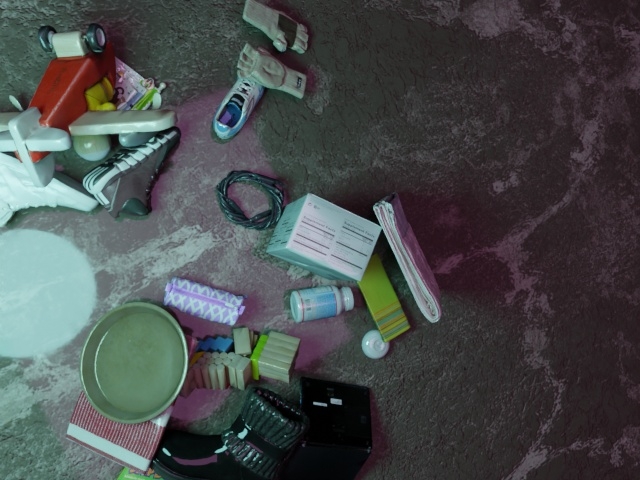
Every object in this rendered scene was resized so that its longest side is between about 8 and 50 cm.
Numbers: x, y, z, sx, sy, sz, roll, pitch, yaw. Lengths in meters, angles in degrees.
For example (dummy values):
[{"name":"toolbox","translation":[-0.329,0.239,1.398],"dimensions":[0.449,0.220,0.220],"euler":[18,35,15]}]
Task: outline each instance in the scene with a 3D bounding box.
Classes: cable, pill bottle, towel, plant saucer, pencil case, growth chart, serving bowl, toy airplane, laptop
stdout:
[{"name":"cable","translation":[-0.192,-0.109,1.470],"dimensions":[0.184,0.047,0.151],"euler":[15,90,-13]},{"name":"pill bottle","translation":[0.004,0.168,1.485],"dimensions":[0.160,0.087,0.087],"euler":[-7,89,-16]},{"name":"towel","translation":[0.170,0.162,1.557],"dimensions":[0.102,0.021,0.237],"euler":[-24,89,-29]},{"name":"plant saucer","translation":[-0.433,0.285,1.288],"dimensions":[0.277,0.041,0.278],"euler":[-2,78,11]},{"name":"towel","translation":[0.237,0.028,1.447],"dimensions":[0.053,0.332,0.317],"euler":[-24,94,14]},{"name":"pencil case","translation":[-0.295,0.156,1.399],"dimensions":[0.206,0.088,0.086],"euler":[17,80,-14]},{"name":"growth chart","translation":[-0.540,-0.394,1.393],"dimensions":[0.237,0.021,0.172],"euler":[32,80,-12]},{"name":"serving bowl","translation":[0.161,0.295,1.554],"dimensions":[0.083,0.027,0.083],"euler":[1,86,-17]},{"name":"toy airplane","translation":[-0.557,-0.265,1.231],"dimensions":[0.384,0.272,0.386],"euler":[-37,60,-17]},{"name":"laptop","translation":[0.010,0.525,1.475],"dimensions":[0.234,0.136,0.265],"euler":[18,57,-31]},{"name":"towel","translation":[-0.451,0.354,1.316],"dimensions":[0.237,0.037,0.329],"euler":[18,82,15]}]

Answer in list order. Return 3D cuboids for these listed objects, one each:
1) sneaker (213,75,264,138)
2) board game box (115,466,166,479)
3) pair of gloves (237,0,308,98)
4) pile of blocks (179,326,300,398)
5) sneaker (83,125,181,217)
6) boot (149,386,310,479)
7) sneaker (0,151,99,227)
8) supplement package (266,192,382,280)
[{"name":"sneaker","translation":[-0.208,-0.378,1.455],"dimensions":[0.085,0.086,0.237],"euler":[27,79,-11]},{"name":"board game box","translation":[-0.456,0.629,1.354],"dimensions":[0.124,0.039,0.259],"euler":[34,81,-12]},{"name":"pair of gloves","translation":[-0.126,-0.516,1.480],"dimensions":[0.204,0.042,0.240],"euler":[11,75,-34]},{"name":"pile of blocks","translation":[-0.229,0.320,1.415],"dimensions":[0.362,0.149,0.113],"euler":[-3,131,-7]},{"name":"sneaker","translation":[-0.443,-0.161,1.383],"dimensions":[0.281,0.106,0.163],"euler":[-43,128,-29]},{"name":"boot","translation":[-0.226,0.470,1.334],"dimensions":[0.347,0.131,0.260],"euler":[23,104,-13]},{"name":"sneaker","translation":[-0.693,-0.098,1.302],"dimensions":[0.292,0.108,0.169],"euler":[26,94,-17]},{"name":"supplement package","translation":[0.000,0.000,1.401],"dimensions":[0.204,0.262,0.145],"euler":[24,81,-13]}]
